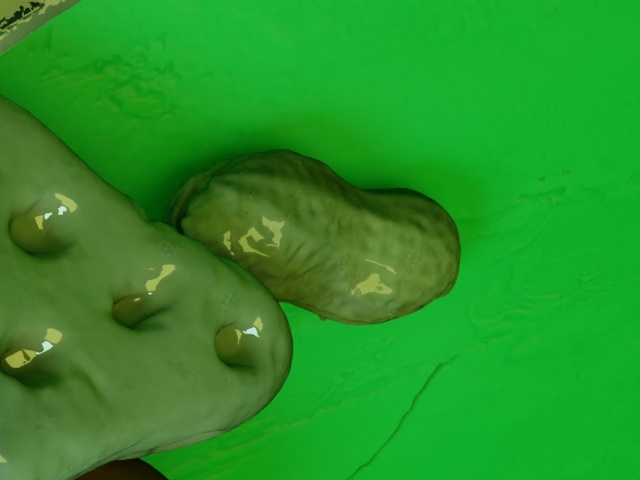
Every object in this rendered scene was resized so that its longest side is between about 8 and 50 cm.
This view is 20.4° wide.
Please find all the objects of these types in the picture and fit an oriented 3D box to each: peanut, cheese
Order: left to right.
[{"bbox_3d":[-0.199,0.024,1.433,0.351,0.130,0.328,-16,80,-41],"label":"cheese"},{"bbox_3d":[0.000,0.000,1.620,0.313,0.149,0.149,14,103,-31],"label":"peanut"}]

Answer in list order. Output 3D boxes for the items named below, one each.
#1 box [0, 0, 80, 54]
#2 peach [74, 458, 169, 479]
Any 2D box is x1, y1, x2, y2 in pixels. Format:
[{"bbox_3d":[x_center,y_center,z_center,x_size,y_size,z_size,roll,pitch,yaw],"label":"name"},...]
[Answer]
[{"bbox_3d":[-0.257,-0.259,1.424,0.212,0.095,0.168,-36,117,-8],"label":"box"},{"bbox_3d":[-0.245,0.338,1.504,0.343,0.301,0.342,3,147,2],"label":"peach"}]
